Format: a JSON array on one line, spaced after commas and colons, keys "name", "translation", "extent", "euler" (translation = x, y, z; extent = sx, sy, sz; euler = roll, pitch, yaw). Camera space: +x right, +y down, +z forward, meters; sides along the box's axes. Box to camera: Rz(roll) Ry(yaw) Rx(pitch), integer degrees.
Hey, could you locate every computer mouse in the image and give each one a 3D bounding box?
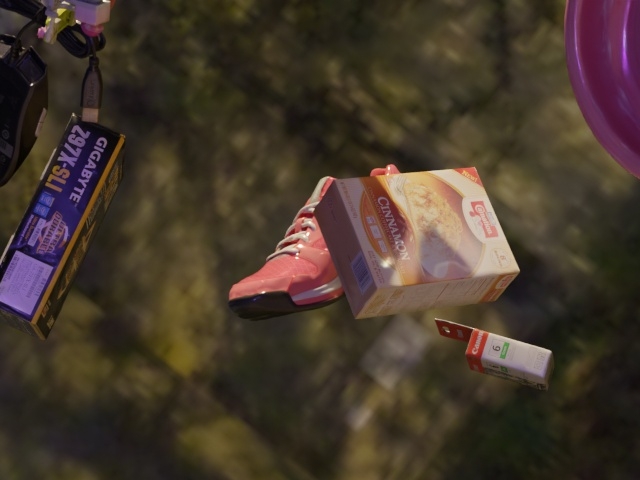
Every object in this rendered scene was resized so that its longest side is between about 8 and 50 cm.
[{"name": "computer mouse", "translation": [-0.319, -0.164, 2.136], "extent": [0.060, 0.184, 0.262], "euler": [-26, -41, -54]}]

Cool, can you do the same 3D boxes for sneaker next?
[{"name": "sneaker", "translation": [0.000, 0.000, 2.210], "extent": [0.314, 0.136, 0.116], "euler": [-24, 6, -40]}]

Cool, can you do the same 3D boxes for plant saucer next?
[{"name": "plant saucer", "translation": [0.392, -0.205, 1.805], "extent": [0.084, 0.332, 0.332], "euler": [-6, -40, -50]}]

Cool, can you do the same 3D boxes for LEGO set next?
[{"name": "LEGO set", "translation": [-0.182, -0.245, 1.807], "extent": [0.287, 0.132, 0.107], "euler": [-23, -43, -53]}]

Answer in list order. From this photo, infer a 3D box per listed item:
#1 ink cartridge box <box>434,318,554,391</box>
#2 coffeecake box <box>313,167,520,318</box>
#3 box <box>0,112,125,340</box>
[{"name": "ink cartridge box", "translation": [0.161, 0.108, 1.763], "extent": [0.063, 0.115, 0.029], "euler": [63, -136, -71]}, {"name": "coffeecake box", "translation": [0.106, 0.001, 2.063], "extent": [0.186, 0.142, 0.068], "euler": [-6, -29, -29]}, {"name": "box", "translation": [-0.335, -0.009, 2.391], "extent": [0.322, 0.079, 0.257], "euler": [131, 162, -80]}]
